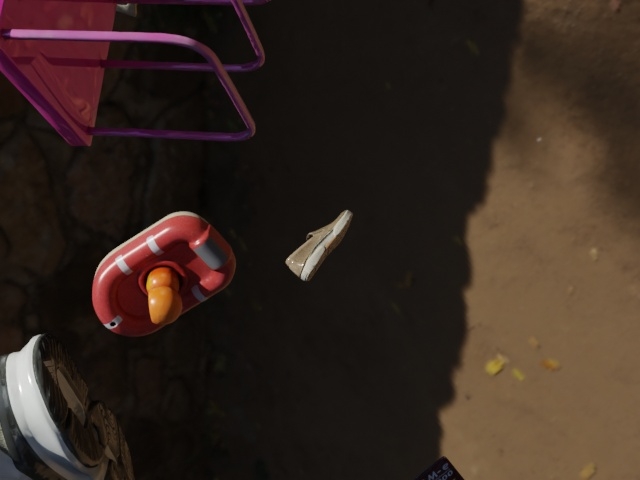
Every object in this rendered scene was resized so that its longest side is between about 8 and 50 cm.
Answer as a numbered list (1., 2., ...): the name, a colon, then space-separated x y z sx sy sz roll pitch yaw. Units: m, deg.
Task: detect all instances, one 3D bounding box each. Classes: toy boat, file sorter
1. toy boat: -0.244 0.073 1.648 0.151 0.231 0.151 49 -163 -30
2. file sorter: -0.136 -0.247 0.898 0.182 0.291 0.202 4 163 10

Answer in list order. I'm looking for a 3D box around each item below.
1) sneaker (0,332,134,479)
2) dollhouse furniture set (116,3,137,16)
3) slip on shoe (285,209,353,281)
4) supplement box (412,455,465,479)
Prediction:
1. sneaker: -0.359 0.277 1.212 0.447 0.257 0.169 78 175 -51
2. dollhouse furniture set: -0.350 -0.489 1.750 0.161 0.182 0.101 18 166 -4
3. slip on shoe: 0.000 0.000 1.538 0.041 0.135 0.051 31 151 10
4. supplement box: 0.211 0.414 1.444 0.239 0.073 0.130 51 168 17
